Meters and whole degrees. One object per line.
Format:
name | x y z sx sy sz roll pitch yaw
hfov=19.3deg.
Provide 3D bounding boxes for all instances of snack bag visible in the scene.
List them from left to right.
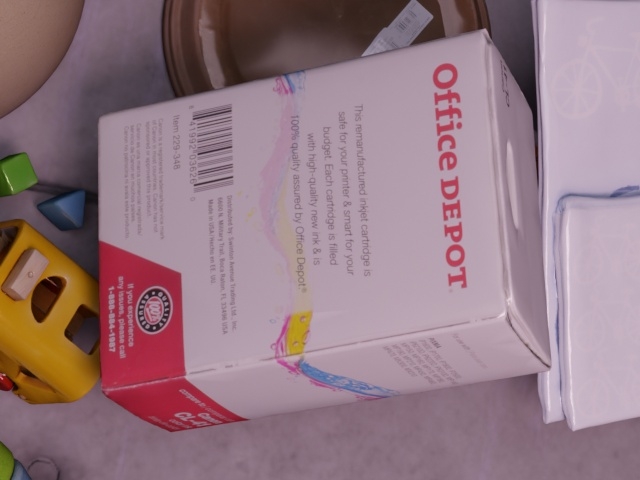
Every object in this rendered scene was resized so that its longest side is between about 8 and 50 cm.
snack bag | 0.301 -0.038 1.495 0.323 0.037 0.342 -5 96 -32

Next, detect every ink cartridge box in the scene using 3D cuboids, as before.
ink cartridge box | 0.000 0.000 1.363 0.306 0.131 0.226 -9 65 17

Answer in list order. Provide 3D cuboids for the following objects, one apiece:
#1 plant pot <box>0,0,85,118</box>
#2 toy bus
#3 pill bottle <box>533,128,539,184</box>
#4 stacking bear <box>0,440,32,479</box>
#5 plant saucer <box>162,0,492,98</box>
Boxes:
plant pot | -0.306 -0.228 1.386 0.284 0.191 0.284 2 82 -12
toy bus | -0.235 0.033 1.380 0.202 0.104 0.191 -12 92 -39
pill bottle | 0.099 0.010 1.480 0.216 0.121 0.121 -35 91 -15
stacking bear | -0.298 0.169 1.299 0.289 0.164 0.175 52 60 -17
plant saucer | 0.011 -0.168 1.528 0.278 0.041 0.278 2 81 -13
